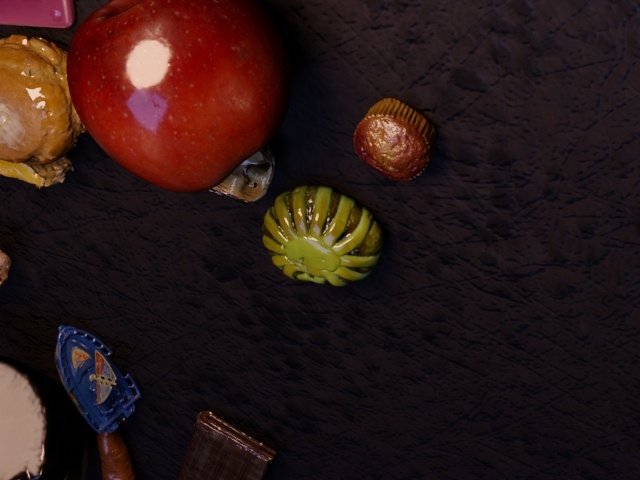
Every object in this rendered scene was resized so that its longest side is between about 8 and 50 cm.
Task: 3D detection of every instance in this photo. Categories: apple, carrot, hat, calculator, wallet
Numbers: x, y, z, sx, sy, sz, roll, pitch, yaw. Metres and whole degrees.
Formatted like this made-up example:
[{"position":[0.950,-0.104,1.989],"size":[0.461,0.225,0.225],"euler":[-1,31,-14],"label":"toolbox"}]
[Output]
[{"position":[-0.137,-0.160,1.387],"size":[0.218,0.218,0.201],"euler":[-20,116,40],"label":"apple"},{"position":[-0.301,0.346,2.085],"size":[0.059,0.059,0.248],"euler":[12,132,18],"label":"carrot"},{"position":[-0.087,-0.086,1.550],"size":[0.077,0.059,0.076],"euler":[22,121,1],"label":"hat"},{"position":[-0.361,-0.289,1.523],"size":[0.190,0.034,0.127],"euler":[9,132,20],"label":"calculator"},{"position":[-0.140,0.333,1.991],"size":[0.124,0.042,0.230],"euler":[28,137,6],"label":"wallet"}]

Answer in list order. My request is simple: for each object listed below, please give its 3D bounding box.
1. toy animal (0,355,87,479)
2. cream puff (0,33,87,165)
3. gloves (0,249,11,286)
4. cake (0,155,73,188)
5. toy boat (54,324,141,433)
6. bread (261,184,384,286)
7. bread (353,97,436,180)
[{"position":[-0.436,0.312,1.964],"size":[0.251,0.251,0.310],"euler":[18,159,13],"label":"toy animal"},{"position":[-0.321,-0.158,1.565],"size":[0.165,0.115,0.150],"euler":[19,131,25],"label":"cream puff"},{"position":[-0.468,0.012,1.824],"size":[0.110,0.094,0.144],"euler":[-38,87,37],"label":"gloves"},{"position":[-0.379,-0.137,1.664],"size":[0.185,0.080,0.116],"euler":[15,124,30],"label":"cake"},{"position":[-0.299,0.183,1.900],"size":[0.110,0.091,0.175],"euler":[2,128,52],"label":"toy boat"},{"position":[0.000,0.000,1.577],"size":[0.139,0.071,0.130],"euler":[26,133,4],"label":"bread"},{"position":[0.075,-0.100,1.450],"size":[0.085,0.053,0.085],"euler":[15,136,15],"label":"bread"}]
